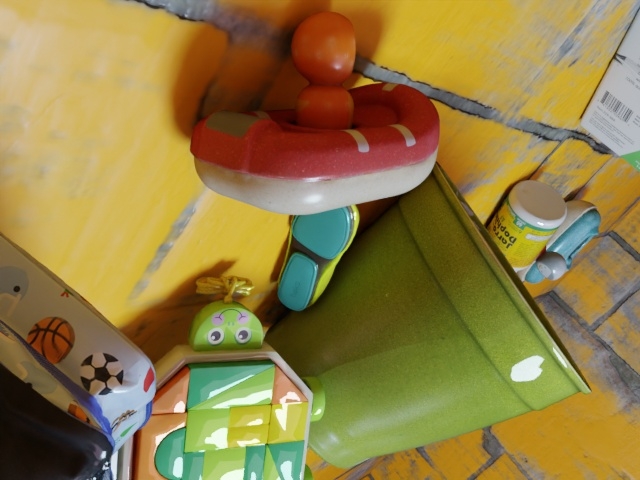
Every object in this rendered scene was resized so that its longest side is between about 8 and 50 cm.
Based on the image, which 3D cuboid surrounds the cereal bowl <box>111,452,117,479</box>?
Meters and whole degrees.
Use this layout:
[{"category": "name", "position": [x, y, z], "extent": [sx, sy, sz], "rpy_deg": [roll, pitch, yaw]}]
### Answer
[{"category": "cereal bowl", "position": [-0.261, 0.365, 0.865], "extent": [0.339, 0.141, 0.339], "rpy_deg": [-14, 114, -33]}]

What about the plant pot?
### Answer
[{"category": "plant pot", "position": [0.121, 0.139, 0.930], "extent": [0.353, 0.366, 0.366], "rpy_deg": [-35, 158, 13]}]

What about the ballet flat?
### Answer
[{"category": "ballet flat", "position": [0.000, 0.000, 0.812], "extent": [0.077, 0.077, 0.231], "rpy_deg": [-50, 169, -40]}]

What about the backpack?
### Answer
[{"category": "backpack", "position": [-0.248, 0.127, 0.443], "extent": [0.213, 0.276, 0.263], "rpy_deg": [-39, 163, -41]}]

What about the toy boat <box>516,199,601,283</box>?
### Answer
[{"category": "toy boat", "position": [0.582, 0.024, 1.626], "extent": [0.318, 0.148, 0.267], "rpy_deg": [-6, 139, -53]}]

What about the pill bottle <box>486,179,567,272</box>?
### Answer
[{"category": "pill bottle", "position": [0.399, -0.013, 1.323], "extent": [0.117, 0.117, 0.208], "rpy_deg": [-26, 153, -31]}]

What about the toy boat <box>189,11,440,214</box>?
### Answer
[{"category": "toy boat", "position": [0.005, -0.116, 0.557], "extent": [0.231, 0.151, 0.151], "rpy_deg": [-16, 117, -45]}]

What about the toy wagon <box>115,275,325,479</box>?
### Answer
[{"category": "toy wagon", "position": [-0.122, 0.213, 0.755], "extent": [0.267, 0.068, 0.344], "rpy_deg": [2, 101, -27]}]

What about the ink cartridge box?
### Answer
[{"category": "ink cartridge box", "position": [0.599, -0.255, 1.091], "extent": [0.121, 0.211, 0.289], "rpy_deg": [-32, 155, -19]}]
